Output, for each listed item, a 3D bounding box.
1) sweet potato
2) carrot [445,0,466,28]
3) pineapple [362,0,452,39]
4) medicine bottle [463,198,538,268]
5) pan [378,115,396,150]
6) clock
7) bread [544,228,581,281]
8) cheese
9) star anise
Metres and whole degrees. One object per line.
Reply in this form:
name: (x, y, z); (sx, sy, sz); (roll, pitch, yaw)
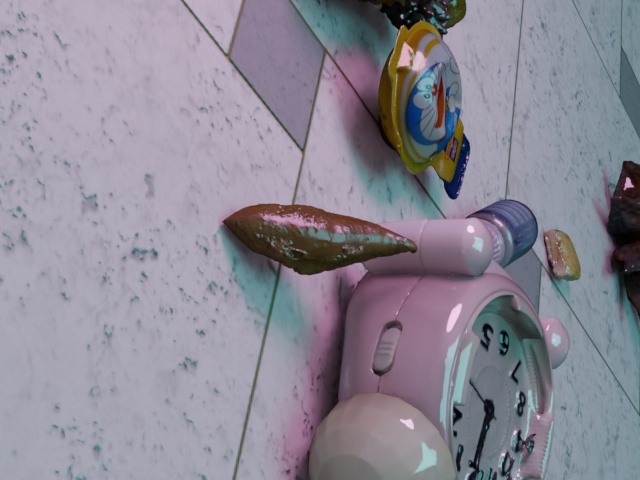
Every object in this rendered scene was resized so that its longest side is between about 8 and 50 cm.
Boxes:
sweet potato: (0.000, 0.000, 1.146); (0.206, 0.060, 0.068); (2, 76, -26)
carrot: (0.094, -0.429, 1.515); (0.358, 0.074, 0.074); (66, 31, -18)
pineapple: (0.085, -0.321, 1.385); (0.279, 0.158, 0.157); (41, 45, -63)
medicine bottle: (0.216, 0.001, 1.564); (0.203, 0.083, 0.083); (-24, 102, -63)
pan: (0.100, -0.137, 1.463); (0.115, 0.023, 0.068); (-5, 84, -59)
clock: (0.127, 0.181, 1.253); (0.342, 0.184, 0.325); (40, 51, -43)
bread: (0.379, 0.023, 1.907); (0.070, 0.035, 0.083); (7, 68, -61)
cheese: (0.128, -0.148, 1.418); (0.270, 0.069, 0.177); (53, 48, -54)
star anise: (0.616, 0.007, 2.256); (0.332, 0.118, 0.331); (43, 41, -53)
